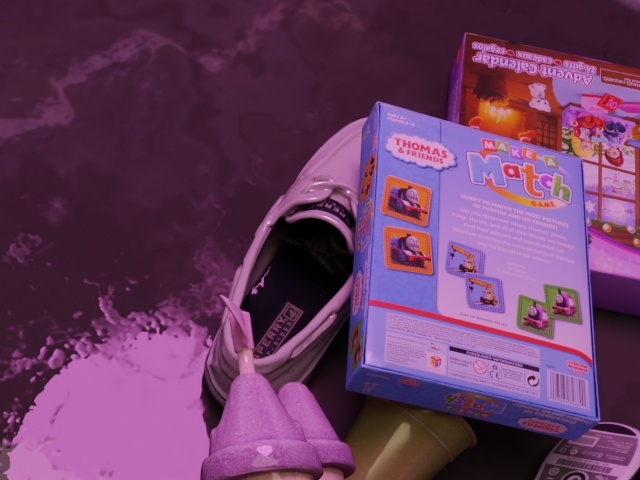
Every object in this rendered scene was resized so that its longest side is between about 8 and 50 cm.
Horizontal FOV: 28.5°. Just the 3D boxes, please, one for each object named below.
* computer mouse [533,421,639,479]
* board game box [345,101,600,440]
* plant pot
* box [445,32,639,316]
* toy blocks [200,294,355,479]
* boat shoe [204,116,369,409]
[{"bbox_3d":[0.156,0.192,0.813,0.106,0.042,0.193,3,36,47],"label":"computer mouse"},{"bbox_3d":[0.102,0.016,0.838,0.160,0.039,0.211,14,55,-13],"label":"board game box"},{"bbox_3d":[0.046,0.139,0.824,0.083,0.083,0.079,36,71,12],"label":"plant pot"},{"bbox_3d":[0.239,-0.042,0.975,0.293,0.057,0.201,11,58,-4],"label":"box"},{"bbox_3d":[0.021,0.192,0.621,0.309,0.288,0.260,-12,64,7],"label":"toy blocks"},{"bbox_3d":[0.000,0.000,0.888,0.096,0.088,0.267,30,59,9],"label":"boat shoe"}]
